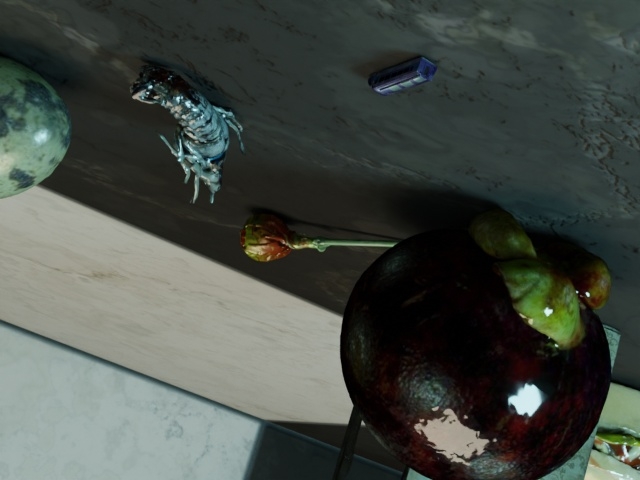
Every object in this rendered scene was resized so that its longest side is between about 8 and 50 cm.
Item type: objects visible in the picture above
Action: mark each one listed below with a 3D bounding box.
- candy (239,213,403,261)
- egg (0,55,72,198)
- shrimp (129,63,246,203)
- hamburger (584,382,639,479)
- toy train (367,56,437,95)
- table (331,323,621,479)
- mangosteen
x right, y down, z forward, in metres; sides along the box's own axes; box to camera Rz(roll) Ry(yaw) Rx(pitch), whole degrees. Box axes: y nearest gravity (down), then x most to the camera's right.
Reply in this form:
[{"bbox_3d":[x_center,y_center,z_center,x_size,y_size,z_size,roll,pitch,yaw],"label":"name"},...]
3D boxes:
[{"bbox_3d":[0.000,0.000,1.546,0.201,0.060,0.060,3,161,21],"label":"candy"},{"bbox_3d":[-0.318,-0.109,1.311,0.182,0.141,0.141,-1,157,39],"label":"egg"},{"bbox_3d":[-0.116,-0.095,1.258,0.076,0.082,0.174,15,159,26],"label":"shrimp"},{"bbox_3d":[0.379,0.298,1.924,0.302,0.170,0.302,17,165,5],"label":"hamburger"},{"bbox_3d":[0.061,-0.126,1.062,0.017,0.017,0.083,26,164,-24],"label":"toy train"},{"bbox_3d":[0.170,0.244,1.656,0.222,0.335,0.272,22,165,-15],"label":"table"},{"bbox_3d":[0.161,0.104,1.343,0.288,0.288,0.288,16,165,4],"label":"mangosteen"}]
